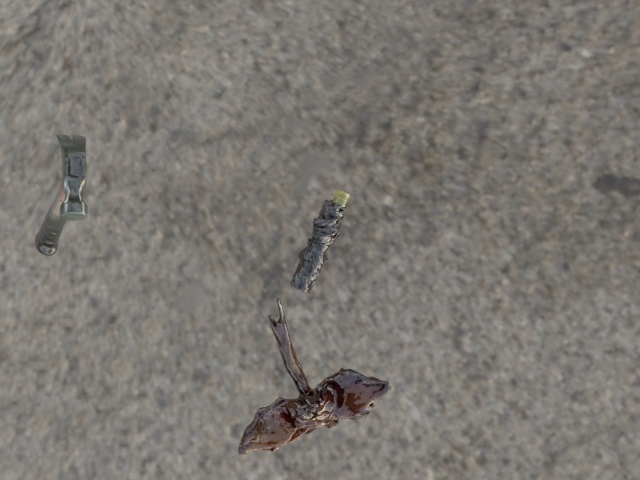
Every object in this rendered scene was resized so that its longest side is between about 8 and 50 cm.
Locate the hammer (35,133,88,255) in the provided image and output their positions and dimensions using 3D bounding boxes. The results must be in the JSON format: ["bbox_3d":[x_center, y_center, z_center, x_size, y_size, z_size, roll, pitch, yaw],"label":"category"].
[{"bbox_3d":[-0.312,-0.037,1.378,0.033,0.288,0.111,3,71,-19],"label":"hammer"}]

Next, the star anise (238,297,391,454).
[{"bbox_3d":[-0.025,0.146,1.240,0.158,0.140,0.144,-17,74,-36],"label":"star anise"}]

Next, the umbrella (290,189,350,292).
[{"bbox_3d":[0.000,0.000,1.525,0.040,0.037,0.143,25,88,-51],"label":"umbrella"}]
